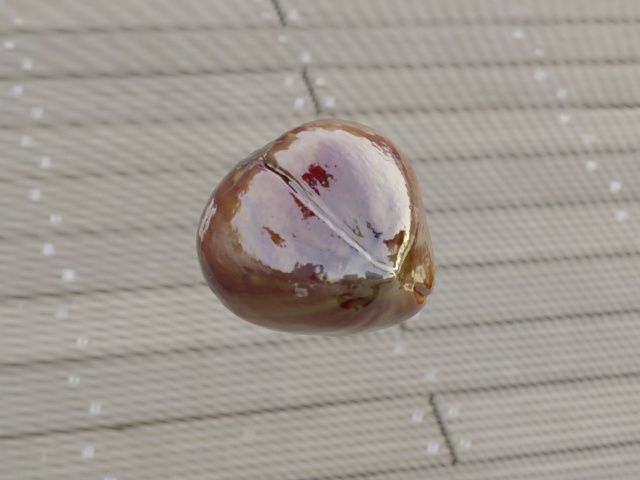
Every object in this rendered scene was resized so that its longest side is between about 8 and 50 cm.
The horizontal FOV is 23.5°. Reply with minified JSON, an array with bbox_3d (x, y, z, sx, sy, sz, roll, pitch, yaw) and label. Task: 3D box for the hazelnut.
[{"bbox_3d":[0.000,0.000,1.437,0.230,0.229,0.229,8,44,-8],"label":"hazelnut"}]
